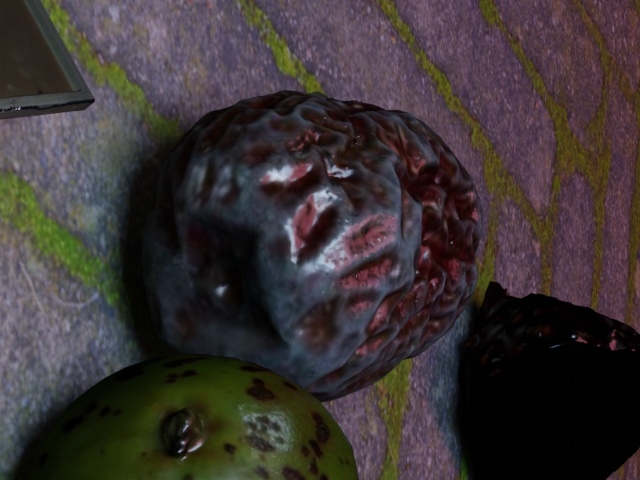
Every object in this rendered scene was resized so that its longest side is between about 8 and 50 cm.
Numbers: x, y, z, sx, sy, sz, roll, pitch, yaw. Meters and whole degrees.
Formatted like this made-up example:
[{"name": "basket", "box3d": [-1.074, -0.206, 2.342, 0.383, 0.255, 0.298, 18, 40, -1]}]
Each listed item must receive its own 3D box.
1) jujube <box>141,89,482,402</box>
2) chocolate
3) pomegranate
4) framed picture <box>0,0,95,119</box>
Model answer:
[{"name": "jujube", "box3d": [0.000, 0.000, 1.151, 0.317, 0.226, 0.226, -16, 99, -63]}, {"name": "chocolate", "box3d": [0.232, 0.123, 1.629, 0.177, 0.206, 0.224, -110, -172, -47]}, {"name": "pomegranate", "box3d": [-0.081, 0.187, 0.992, 0.263, 0.211, 0.211, 97, 11, -47]}, {"name": "framed picture", "box3d": [-0.238, -0.142, 0.861, 0.184, 0.016, 0.250, 60, 27, 5]}]
